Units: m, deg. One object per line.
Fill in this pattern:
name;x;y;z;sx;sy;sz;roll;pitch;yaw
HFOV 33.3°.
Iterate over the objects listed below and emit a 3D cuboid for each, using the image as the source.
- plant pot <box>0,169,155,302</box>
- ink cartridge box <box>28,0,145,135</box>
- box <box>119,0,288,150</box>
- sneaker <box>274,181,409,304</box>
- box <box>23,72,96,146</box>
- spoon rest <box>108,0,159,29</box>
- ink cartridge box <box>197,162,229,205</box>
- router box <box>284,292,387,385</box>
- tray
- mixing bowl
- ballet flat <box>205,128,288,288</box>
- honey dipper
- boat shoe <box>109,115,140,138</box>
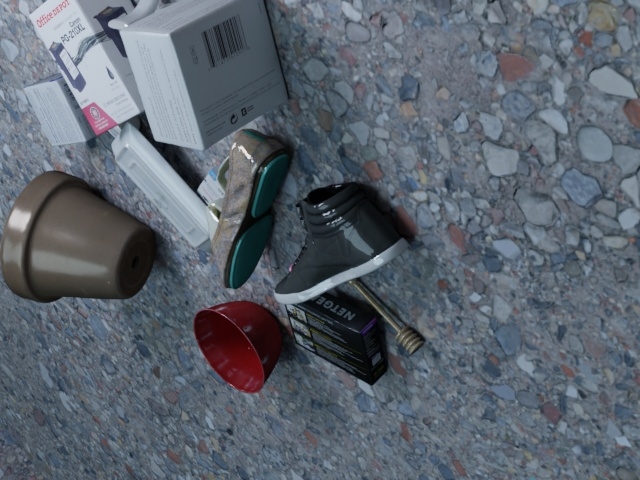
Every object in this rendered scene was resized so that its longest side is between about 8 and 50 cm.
plant pot;-0.455;0.013;2.098;0.229;0.263;0.263;14;132;18
ink cartridge box;-0.366;-0.318;1.801;0.172;0.100;0.237;-14;108;53
box;-0.165;-0.253;1.552;0.119;0.181;0.182;15;130;43
sneaker;0.000;0.000;1.650;0.295;0.104;0.147;-28;95;49
box;-0.474;-0.250;2.010;0.137;0.072;0.126;0;119;48
spoon rest;-0.288;-0.463;1.626;0.137;0.084;0.276;20;119;37
ink cartridge box;-0.177;-0.091;1.835;0.048;0.028;0.083;51;145;3
router box;0.022;0.151;1.779;0.179;0.046;0.133;25;144;36
tray;-0.275;-0.084;1.907;0.270;0.030;0.145;48;156;-6
mixing bowl;-0.136;0.178;1.954;0.181;0.098;0.181;31;140;30
ballet flat;-0.131;-0.057;1.752;0.106;0.107;0.316;37;132;18
honey dipper;0.099;0.113;1.691;0.161;0.030;0.030;47;145;17
boat shoe;-0.397;-0.258;1.930;0.184;0.066;0.063;47;145;-7
